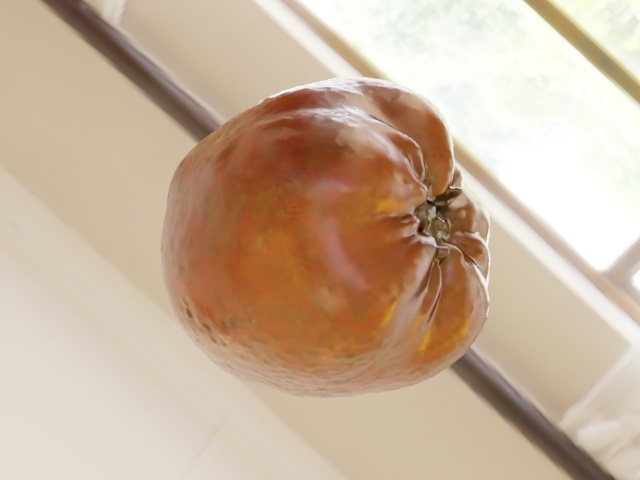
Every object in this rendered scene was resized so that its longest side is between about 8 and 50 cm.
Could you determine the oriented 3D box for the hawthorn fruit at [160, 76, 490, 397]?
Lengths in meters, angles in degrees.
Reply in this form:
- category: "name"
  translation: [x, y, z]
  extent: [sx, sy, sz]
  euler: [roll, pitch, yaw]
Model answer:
- category: "hawthorn fruit"
  translation: [0.000, 0.000, 0.641]
  extent: [0.189, 0.189, 0.189]
  euler: [35, -156, -18]
